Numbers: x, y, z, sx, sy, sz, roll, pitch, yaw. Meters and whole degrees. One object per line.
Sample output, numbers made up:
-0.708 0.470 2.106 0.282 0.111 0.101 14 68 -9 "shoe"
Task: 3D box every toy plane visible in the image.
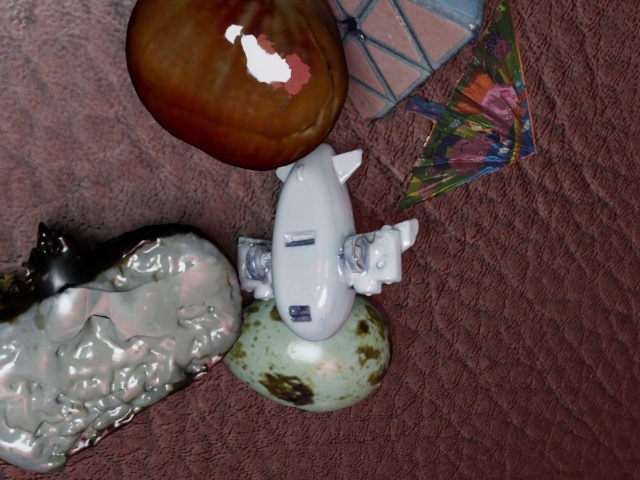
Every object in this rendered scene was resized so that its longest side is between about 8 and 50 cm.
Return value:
0.000 0.000 0.897 0.244 0.245 0.117 -52 152 11 "toy plane"

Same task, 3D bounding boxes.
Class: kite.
0.217 -0.158 1.000 0.234 0.016 0.321 17 110 -28 "kite"

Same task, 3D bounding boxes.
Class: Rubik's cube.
0.077 -0.270 0.806 0.229 0.228 0.233 -14 86 29 "Rubik's cube"

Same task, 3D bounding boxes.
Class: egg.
-0.018 0.140 0.984 0.231 0.169 0.169 7 115 -11 "egg"

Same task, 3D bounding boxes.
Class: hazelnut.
-0.080 -0.188 0.751 0.230 0.229 0.229 -9 120 -16 "hazelnut"

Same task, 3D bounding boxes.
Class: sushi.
-0.261 0.085 0.843 0.349 0.207 0.234 -27 112 -12 "sushi"
